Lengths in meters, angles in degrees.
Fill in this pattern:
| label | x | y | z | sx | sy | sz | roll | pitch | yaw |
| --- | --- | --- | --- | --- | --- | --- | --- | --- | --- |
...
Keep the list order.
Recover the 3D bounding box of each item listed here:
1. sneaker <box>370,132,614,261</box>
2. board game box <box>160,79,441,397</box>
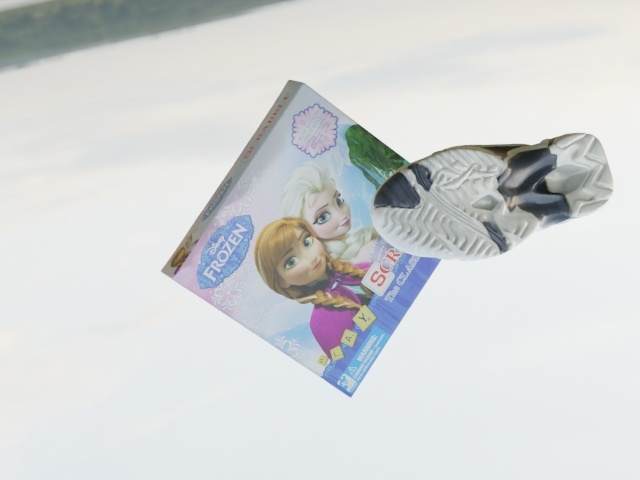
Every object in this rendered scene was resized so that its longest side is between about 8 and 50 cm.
| label | x | y | z | sx | sy | sz | roll | pitch | yaw |
| --- | --- | --- | --- | --- | --- | --- | --- | --- | --- |
| sneaker | 0.113 | -0.031 | 1.252 | 0.235 | 0.094 | 0.153 | -21 | -177 | -33 |
| board game box | 0.000 | 0.000 | 2.046 | 0.318 | 0.318 | 0.066 | -57 | -158 | -4 |
